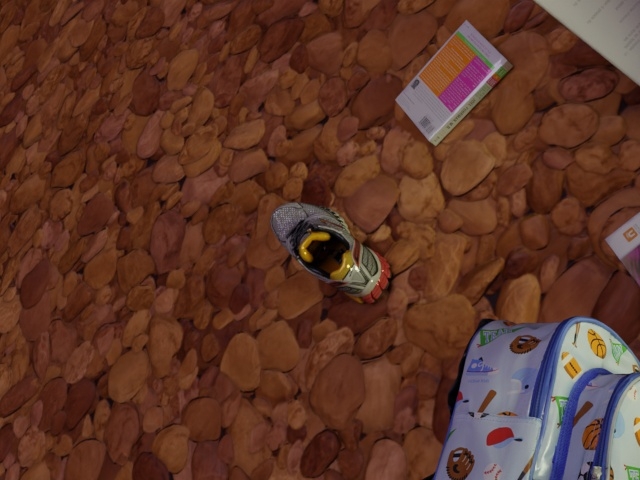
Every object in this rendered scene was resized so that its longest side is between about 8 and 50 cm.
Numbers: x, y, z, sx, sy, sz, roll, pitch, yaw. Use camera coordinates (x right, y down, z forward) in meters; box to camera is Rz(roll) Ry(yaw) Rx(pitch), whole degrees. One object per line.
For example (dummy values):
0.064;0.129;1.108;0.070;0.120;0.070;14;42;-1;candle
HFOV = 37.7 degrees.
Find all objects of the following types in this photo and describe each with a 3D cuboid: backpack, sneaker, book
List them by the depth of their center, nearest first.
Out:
0.220;0.201;0.856;0.213;0.276;0.264;-11;55;33;backpack
0.176;-0.210;1.253;0.144;0.035;0.096;-45;49;16;book
0.000;0.000;1.263;0.225;0.092;0.088;33;93;46;sneaker

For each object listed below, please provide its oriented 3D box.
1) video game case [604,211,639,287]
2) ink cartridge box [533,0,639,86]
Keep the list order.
0.423;0.019;0.907;0.210;0.041;0.232;-42;47;21;video game case
0.390;-0.291;0.916;0.304;0.307;0.072;-50;20;21;ink cartridge box
